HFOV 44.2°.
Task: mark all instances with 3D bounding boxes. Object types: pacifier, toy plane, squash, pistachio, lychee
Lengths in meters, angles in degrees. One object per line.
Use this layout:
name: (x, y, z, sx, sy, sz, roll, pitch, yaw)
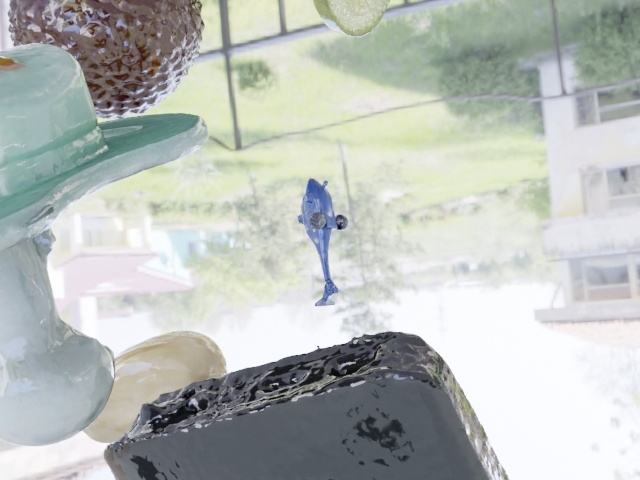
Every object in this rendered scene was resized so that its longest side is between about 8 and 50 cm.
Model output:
pacifier: (-0.225, 0.015, 0.529, 0.288, 0.269, 0.343, 0, -160, 29)
toy plane: (0.000, 0.000, 1.009, 0.062, 0.167, 0.054, -19, 165, 41)
squash: (0.058, -0.494, 1.403, 0.049, 0.252, 0.252, 18, -171, 31)
pistachio: (-0.214, 0.179, 0.998, 0.200, 0.117, 0.145, -17, 131, 5)
lychee: (-0.275, -0.284, 1.034, 0.261, 0.260, 0.260, -5, 176, 0)

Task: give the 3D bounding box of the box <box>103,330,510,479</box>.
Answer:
box: (0.011, 0.268, 0.737, 0.359, 0.350, 0.091, -19, -160, 25)
